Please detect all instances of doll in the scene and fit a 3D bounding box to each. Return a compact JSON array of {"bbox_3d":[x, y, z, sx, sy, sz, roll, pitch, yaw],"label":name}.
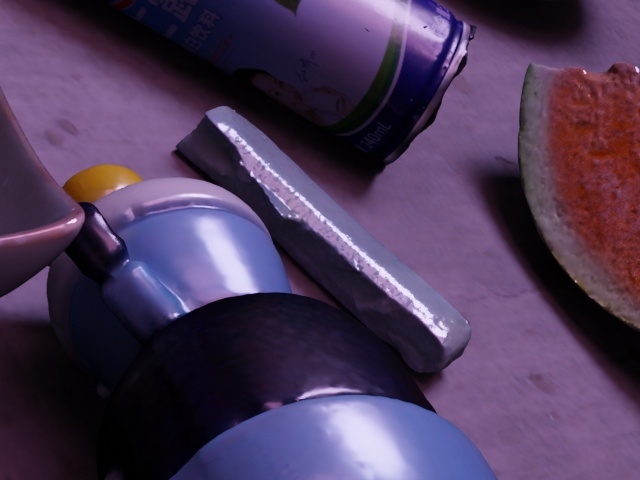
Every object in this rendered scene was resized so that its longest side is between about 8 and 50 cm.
[{"bbox_3d":[-0.020,0.092,0.681,0.177,0.141,0.314,46,4,-46],"label":"doll"}]

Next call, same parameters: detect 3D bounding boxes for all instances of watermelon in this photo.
[{"bbox_3d":[0.210,0.000,1.052,0.146,0.128,0.231,33,34,-61],"label":"watermelon"}]

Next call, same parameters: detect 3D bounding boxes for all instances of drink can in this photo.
[{"bbox_3d":[-0.038,-0.137,0.986,0.235,0.097,0.097,31,33,-10],"label":"drink can"}]

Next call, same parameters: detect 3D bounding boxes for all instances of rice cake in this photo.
[{"bbox_3d":[0.000,0.000,0.906,0.180,0.030,0.042,43,35,12],"label":"rice cake"}]

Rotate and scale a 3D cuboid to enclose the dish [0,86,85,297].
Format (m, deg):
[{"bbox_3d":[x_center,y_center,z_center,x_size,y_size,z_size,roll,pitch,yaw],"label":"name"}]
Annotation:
[{"bbox_3d":[-0.197,-0.039,0.708,0.151,0.077,0.212,4,33,-32],"label":"dish"}]
